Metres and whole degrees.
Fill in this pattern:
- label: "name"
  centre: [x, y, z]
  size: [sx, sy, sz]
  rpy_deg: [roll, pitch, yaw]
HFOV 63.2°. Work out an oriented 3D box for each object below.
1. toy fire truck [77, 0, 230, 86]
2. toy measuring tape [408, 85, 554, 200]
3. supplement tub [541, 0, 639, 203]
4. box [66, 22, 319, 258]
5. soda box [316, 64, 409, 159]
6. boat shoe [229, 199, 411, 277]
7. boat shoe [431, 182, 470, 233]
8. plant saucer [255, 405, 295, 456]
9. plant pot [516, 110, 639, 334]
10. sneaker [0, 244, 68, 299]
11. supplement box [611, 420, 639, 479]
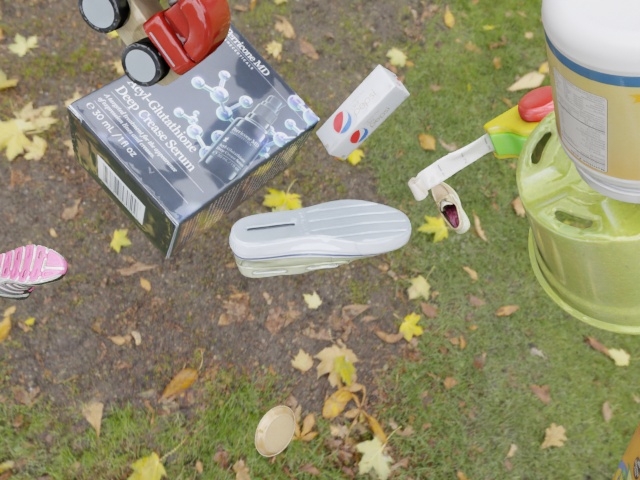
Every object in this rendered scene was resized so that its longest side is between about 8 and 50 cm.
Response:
- label: "toy fire truck"
  centre: [-0.177, -0.355, 0.667]
  size: [0.217, 0.246, 0.158]
  rpy_deg: [55, 30, -23]
- label: "toy measuring tape"
  centre: [0.300, -0.144, 0.811]
  size: [0.330, 0.121, 0.121]
  rpy_deg: [-31, 64, 7]
- label: "supplement tub"
  centre: [0.255, -0.129, 0.399]
  size: [0.144, 0.199, 0.144]
  rpy_deg: [-13, 58, 23]
- label: "box"
  centre: [-0.254, -0.211, 1.086]
  size: [0.293, 0.212, 0.395]
  rpy_deg: [47, 61, 0]
- label: "soda box"
  centre: [0.093, -0.286, 1.180]
  size: [0.069, 0.216, 0.074]
  rpy_deg: [6, 48, -51]
- label: "boat shoe"
  centre: [0.000, 0.000, 0.880]
  size: [0.302, 0.094, 0.109]
  rpy_deg: [-3, 48, -5]
- label: "boat shoe"
  centre: [0.282, -0.077, 1.146]
  size: [0.045, 0.050, 0.135]
  rpy_deg: [9, 47, -52]
- label: "plant saucer"
  centre: [-0.070, 0.313, 0.850]
  size: [0.015, 0.083, 0.083]
  rpy_deg: [45, 43, -35]
- label: "plant pot"
  centre: [0.365, -0.044, 0.634]
  size: [0.254, 0.276, 0.276]
  rpy_deg: [29, 38, -50]
- label: "sneaker"
  centre: [-0.457, 0.054, 0.805]
  size: [0.170, 0.075, 0.063]
  rpy_deg: [-9, 62, 12]
- label: "supplement box"
  centre: [0.291, 0.252, 0.449]
  size: [0.080, 0.233, 0.078]
  rpy_deg: [11, 34, 16]
